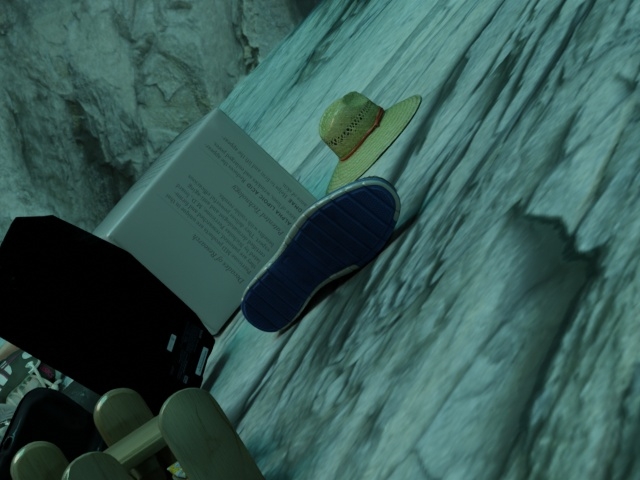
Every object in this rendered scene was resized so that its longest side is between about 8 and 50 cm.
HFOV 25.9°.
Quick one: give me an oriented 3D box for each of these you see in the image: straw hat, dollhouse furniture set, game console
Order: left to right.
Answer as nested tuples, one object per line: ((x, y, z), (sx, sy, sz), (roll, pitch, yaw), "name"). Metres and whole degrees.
((-0.195, 0.162, 0.963), (0.242, 0.161, 0.212), (-33, 6, -20), "dollhouse furniture set")
((-0.218, 0.148, 1.159), (0.044, 0.213, 0.361), (-36, 28, 42), "game console")
((0.033, -0.118, 1.441), (0.144, 0.061, 0.144), (-46, 12, 12), "straw hat")

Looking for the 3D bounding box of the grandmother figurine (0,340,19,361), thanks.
((-0.487, 0.205, 2.144), (0.208, 0.104, 0.342), (-5, -28, -44), "grandmother figurine")

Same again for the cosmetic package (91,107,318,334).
((-0.131, -0.012, 1.455), (0.183, 0.151, 0.151), (-51, 12, -19), "cosmetic package")

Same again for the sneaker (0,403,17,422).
((-0.388, 0.327, 1.451), (0.169, 0.108, 0.292), (-56, 7, 43), "sneaker")

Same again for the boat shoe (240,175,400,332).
((0.000, 0.000, 1.170), (0.183, 0.066, 0.066), (-41, 13, 30), "boat shoe")

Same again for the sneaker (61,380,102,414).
((-0.269, 0.205, 1.204), (0.104, 0.147, 0.295), (11, 56, 31), "sneaker")

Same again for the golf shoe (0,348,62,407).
((-0.423, 0.213, 1.892), (0.120, 0.105, 0.273), (-36, 15, 17), "golf shoe")

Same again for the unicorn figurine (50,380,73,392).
((-0.286, 0.168, 1.678), (0.162, 0.060, 0.111), (-65, 14, -2), "unicorn figurine")

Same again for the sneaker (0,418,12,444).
((-0.356, 0.287, 1.265), (0.130, 0.147, 0.330), (-24, 5, 32), "sneaker")
